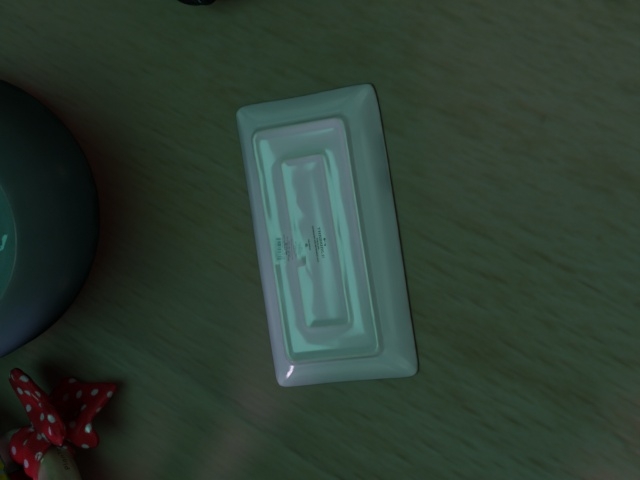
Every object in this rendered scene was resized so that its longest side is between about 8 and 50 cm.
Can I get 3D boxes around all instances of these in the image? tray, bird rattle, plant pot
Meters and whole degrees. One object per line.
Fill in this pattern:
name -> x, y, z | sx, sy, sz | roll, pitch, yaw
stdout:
tray -> 0.000, 0.000, 1.198 | 0.145, 0.030, 0.270 | -8, 93, 24
bird rattle -> -0.285, 0.256, 1.301 | 0.207, 0.143, 0.254 | -28, 81, 39
plant pot -> -0.351, -0.011, 1.174 | 0.293, 0.235, 0.293 | -1, 96, -7

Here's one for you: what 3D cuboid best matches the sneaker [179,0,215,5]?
sneaker -> -0.081, -0.267, 1.183 | 0.267, 0.101, 0.106 | 19, 125, 19

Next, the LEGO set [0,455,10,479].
LEGO set -> -0.395, 0.305, 1.226 | 0.331, 0.192, 0.255 | 53, 132, 40
